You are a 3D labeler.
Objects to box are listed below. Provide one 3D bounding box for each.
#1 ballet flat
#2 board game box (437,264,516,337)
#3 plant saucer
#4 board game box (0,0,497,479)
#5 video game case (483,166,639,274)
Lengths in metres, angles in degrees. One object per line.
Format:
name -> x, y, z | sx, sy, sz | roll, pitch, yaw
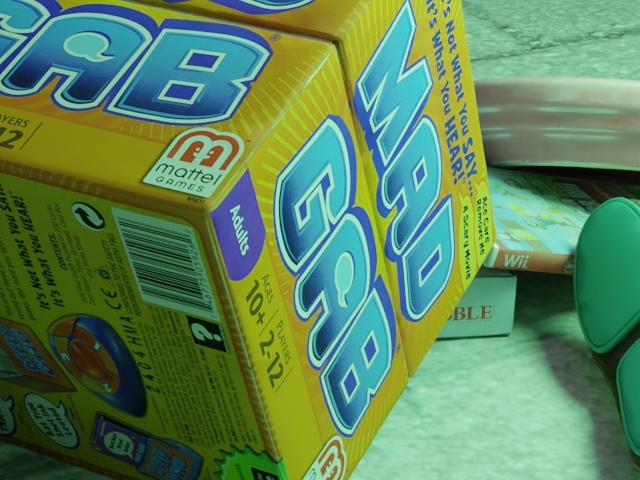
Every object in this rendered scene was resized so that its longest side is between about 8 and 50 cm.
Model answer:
ballet flat -> 0.299, 0.095, 1.573 | 0.124, 0.116, 0.342 | 33, 23, -22
board game box -> 0.000, 0.000, 1.817 | 0.319, 0.066, 0.318 | -3, 26, -6
plant saucer -> 0.296, -0.105, 1.899 | 0.332, 0.084, 0.332 | 4, -2, 0
board game box -> -0.110, -0.049, 1.475 | 0.356, 0.356, 0.356 | 14, 50, 26
video game case -> 0.227, -0.018, 1.797 | 0.285, 0.025, 0.204 | 5, 24, -31
